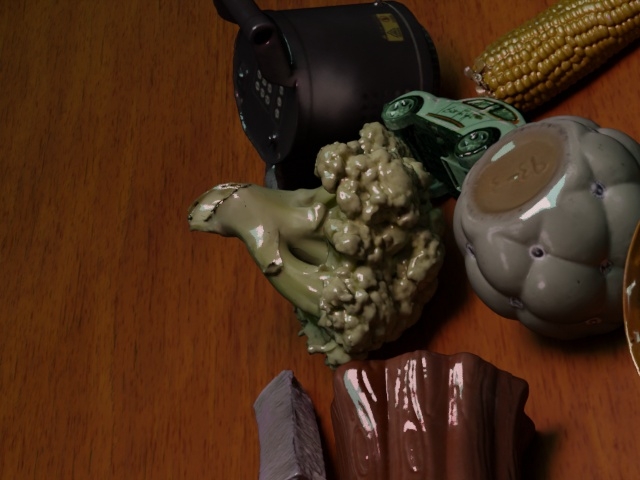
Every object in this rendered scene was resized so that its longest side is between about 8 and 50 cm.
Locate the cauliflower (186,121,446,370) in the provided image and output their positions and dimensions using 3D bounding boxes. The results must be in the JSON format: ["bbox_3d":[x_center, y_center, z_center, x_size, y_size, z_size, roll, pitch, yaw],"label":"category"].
[{"bbox_3d":[0.023,-0.003,2.103,0.260,0.281,0.327,-35,42,39],"label":"cauliflower"}]

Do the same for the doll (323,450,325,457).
[{"bbox_3d":[-0.033,0.326,2.020,0.165,0.057,0.139,-37,35,15],"label":"doll"}]

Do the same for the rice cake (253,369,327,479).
[{"bbox_3d":[-0.036,0.231,2.028,0.072,0.056,0.365,-44,12,6],"label":"rice cake"}]

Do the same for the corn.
[{"bbox_3d":[0.331,-0.262,2.230,0.305,0.106,0.106,-32,35,12],"label":"corn"}]

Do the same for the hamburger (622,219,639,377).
[{"bbox_3d":[0.432,0.056,1.637,0.274,0.212,0.274,-16,72,61],"label":"hamburger"}]

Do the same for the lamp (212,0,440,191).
[{"bbox_3d":[0.023,-0.223,2.347,0.272,0.374,0.205,-24,46,-13],"label":"lamp"}]

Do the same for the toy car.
[{"bbox_3d":[0.194,-0.111,2.186,0.125,0.136,0.306,-36,30,-11],"label":"toy car"}]

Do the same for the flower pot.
[{"bbox_3d":[0.267,-0.017,1.938,0.246,0.195,0.246,-29,36,24],"label":"flower pot"}]

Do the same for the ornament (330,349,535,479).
[{"bbox_3d":[0.106,0.258,1.824,0.221,0.235,0.218,-50,26,42],"label":"ornament"}]
